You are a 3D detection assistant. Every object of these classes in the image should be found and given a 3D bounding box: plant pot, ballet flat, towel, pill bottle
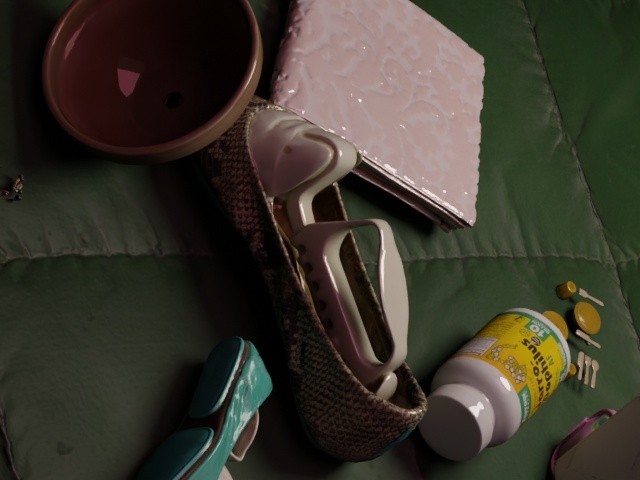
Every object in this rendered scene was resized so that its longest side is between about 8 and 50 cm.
[{"bbox_3d":[-0.170,-0.174,1.556,0.110,0.237,0.237,64,17,-63],"label":"plant pot"},{"bbox_3d":[0.000,0.000,1.591,0.164,0.182,0.483,-8,72,-48],"label":"ballet flat"},{"bbox_3d":[0.079,-0.200,1.870,0.317,0.053,0.332,31,45,-24],"label":"towel"},{"bbox_3d":[-0.109,0.207,1.449,0.087,0.083,0.247,53,43,-25],"label":"ballet flat"},{"bbox_3d":[0.204,0.173,1.719,0.208,0.117,0.118,-34,91,-47],"label":"pill bottle"}]

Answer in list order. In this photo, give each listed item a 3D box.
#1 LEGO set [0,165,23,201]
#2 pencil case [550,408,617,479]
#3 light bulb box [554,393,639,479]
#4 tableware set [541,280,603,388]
[{"bbox_3d":[-0.336,-0.063,1.447,0.083,0.023,0.054,44,45,-32],"label":"LEGO set"},{"bbox_3d":[0.422,0.336,1.824,0.284,0.124,0.124,39,46,-18],"label":"pencil case"},{"bbox_3d":[0.469,0.390,1.569,0.361,0.225,0.358,28,38,-20],"label":"light bulb box"},{"bbox_3d":[0.330,0.122,1.937,0.104,0.024,0.154,31,50,-21],"label":"tableware set"}]
